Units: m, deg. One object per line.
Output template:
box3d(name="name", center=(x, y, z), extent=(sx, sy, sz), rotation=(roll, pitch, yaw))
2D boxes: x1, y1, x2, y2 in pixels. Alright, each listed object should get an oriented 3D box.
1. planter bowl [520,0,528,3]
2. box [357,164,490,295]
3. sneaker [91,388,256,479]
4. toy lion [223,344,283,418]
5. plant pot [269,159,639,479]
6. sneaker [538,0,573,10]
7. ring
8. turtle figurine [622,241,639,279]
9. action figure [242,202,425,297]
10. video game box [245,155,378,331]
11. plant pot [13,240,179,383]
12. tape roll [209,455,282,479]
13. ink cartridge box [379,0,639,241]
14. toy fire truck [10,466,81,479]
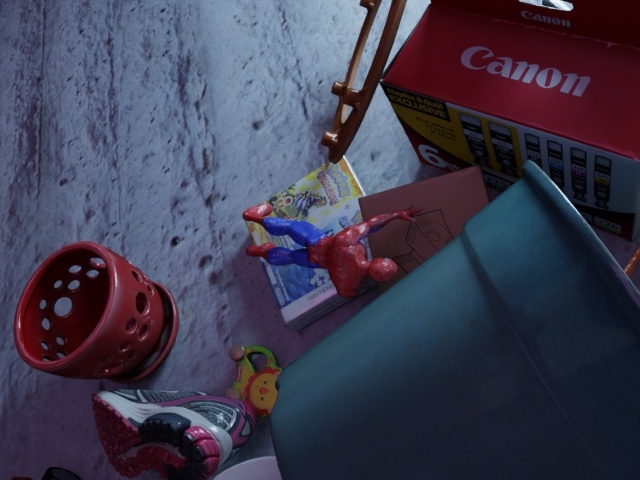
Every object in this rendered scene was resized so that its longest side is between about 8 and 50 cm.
box3d(name="planter bowl", center=(0.232, -0.308, 0.853), extent=(0.162, 0.109, 0.162), rotation=(-10, 64, 21))
box3d(name="box", center=(0.149, 0.021, 0.752), extent=(0.164, 0.021, 0.201), rotation=(-15, 85, 17))
box3d(name="sneaker", center=(-0.216, 0.262, 0.818), extent=(0.299, 0.112, 0.121), rotation=(-1, 104, 40))
box3d(name="toy lion", center=(-0.084, 0.198, 0.827), extent=(0.096, 0.034, 0.100), rotation=(-3, 66, 16))
box3d(name="plant pot", center=(0.154, 0.155, 0.575), extent=(0.334, 0.341, 0.341), rotation=(-34, 58, 18))
box3d(name="sneaker", center=(0.400, -0.257, 0.770), extent=(0.132, 0.086, 0.229), rotation=(-29, 72, -13))
box3d(name="ring", center=(0.059, -0.270, 0.812), extent=(0.032, 0.336, 0.337), rotation=(17, 73, -8))
box3d(name="turtle figurine", center=(0.420, 0.035, 0.601), extent=(0.269, 0.087, 0.217), rotation=(-30, 58, -37))
box3d(name="action figure", center=(0.023, 0.002, 0.748), extent=(0.280, 0.139, 0.091), rotation=(20, 120, 55))
box3d(name="video game box", center=(0.000, 0.000, 0.864), extent=(0.187, 0.048, 0.205), rotation=(-30, 59, 8))
box3d(name="plant pot", center=(-0.327, 0.117, 0.890), extent=(0.191, 0.174, 0.191), rotation=(-10, 65, 21))
box3d(name="tape roll", center=(-0.040, 0.397, 0.674), extent=(0.286, 0.100, 0.286), rotation=(-10, 65, 22))
box3d(name="ink cartridge box", center=(0.240, -0.157, 0.685), extent=(0.309, 0.272, 0.130), rotation=(27, 81, 33))
box3d(name="toy fire truck", center=(-0.381, 0.372, 0.759), extent=(0.217, 0.246, 0.158), rotation=(22, 79, 31))
